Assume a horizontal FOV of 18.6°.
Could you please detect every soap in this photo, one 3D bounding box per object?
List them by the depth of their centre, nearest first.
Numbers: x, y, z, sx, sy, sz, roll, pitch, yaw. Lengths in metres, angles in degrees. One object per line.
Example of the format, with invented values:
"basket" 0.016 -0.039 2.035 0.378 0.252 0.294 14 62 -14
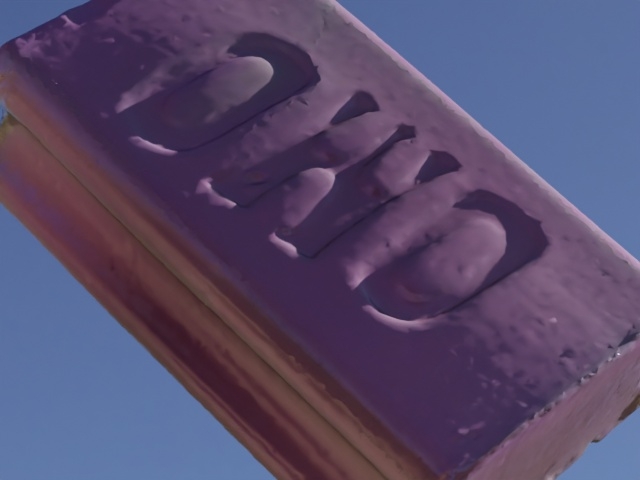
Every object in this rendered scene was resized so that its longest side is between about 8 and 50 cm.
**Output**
"soap" 0.000 0.000 0.608 0.122 0.203 0.065 -33 -25 -34
